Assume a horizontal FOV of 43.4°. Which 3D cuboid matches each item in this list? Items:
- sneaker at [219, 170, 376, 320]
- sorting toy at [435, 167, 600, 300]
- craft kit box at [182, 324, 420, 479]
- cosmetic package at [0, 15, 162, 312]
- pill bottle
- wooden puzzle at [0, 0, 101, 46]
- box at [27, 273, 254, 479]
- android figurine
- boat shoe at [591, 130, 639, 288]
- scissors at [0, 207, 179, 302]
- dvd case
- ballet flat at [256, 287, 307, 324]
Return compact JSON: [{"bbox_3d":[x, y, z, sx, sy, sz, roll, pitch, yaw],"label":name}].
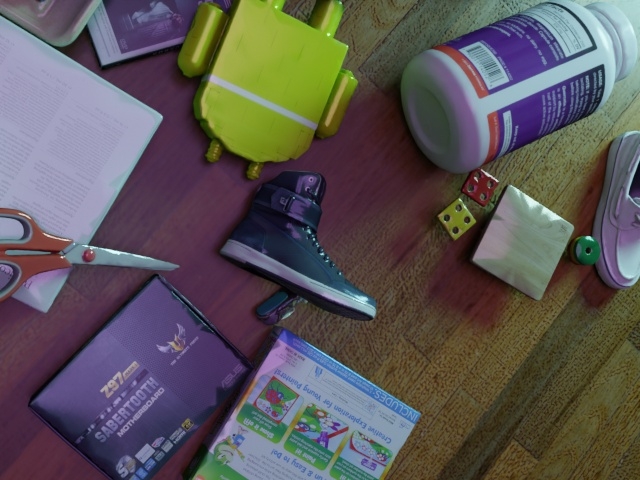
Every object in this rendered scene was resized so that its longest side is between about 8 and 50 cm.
[{"bbox_3d":[-0.001,-0.001,1.090,0.226,0.086,0.163,27,76,7],"label":"sneaker"},{"bbox_3d":[0.294,0.000,1.233,0.275,0.046,0.132,30,81,-16],"label":"sorting toy"},{"bbox_3d":[-0.022,0.287,1.127,0.250,0.061,0.246,35,77,-15],"label":"craft kit box"},{"bbox_3d":[-0.429,-0.126,0.973,0.377,0.097,0.284,32,80,-15],"label":"cosmetic package"},{"bbox_3d":[0.290,-0.233,1.163,0.323,0.181,0.181,-25,97,-17],"label":"pill bottle"},{"bbox_3d":[-0.376,-0.460,0.980,0.348,0.080,0.322,31,81,-8],"label":"wooden puzzle"},{"bbox_3d":[-0.232,0.187,1.055,0.232,0.059,0.183,-46,101,-13],"label":"box"},{"bbox_3d":[-0.070,-0.220,1.097,0.248,0.056,0.272,20,91,-23],"label":"android figurine"},{"bbox_3d":[0.497,-0.050,1.279,0.095,0.084,0.258,4,88,-18],"label":"boat shoe"},{"bbox_3d":[-0.291,0.007,0.953,0.297,0.021,0.109,-10,98,-44],"label":"scissors"},{"bbox_3d":[-0.210,-0.349,1.081,0.239,0.029,0.179,-21,96,-16],"label":"dvd case"},{"bbox_3d":[-0.040,0.080,1.134,0.114,0.041,0.041,-38,101,-14],"label":"ballet flat"}]
